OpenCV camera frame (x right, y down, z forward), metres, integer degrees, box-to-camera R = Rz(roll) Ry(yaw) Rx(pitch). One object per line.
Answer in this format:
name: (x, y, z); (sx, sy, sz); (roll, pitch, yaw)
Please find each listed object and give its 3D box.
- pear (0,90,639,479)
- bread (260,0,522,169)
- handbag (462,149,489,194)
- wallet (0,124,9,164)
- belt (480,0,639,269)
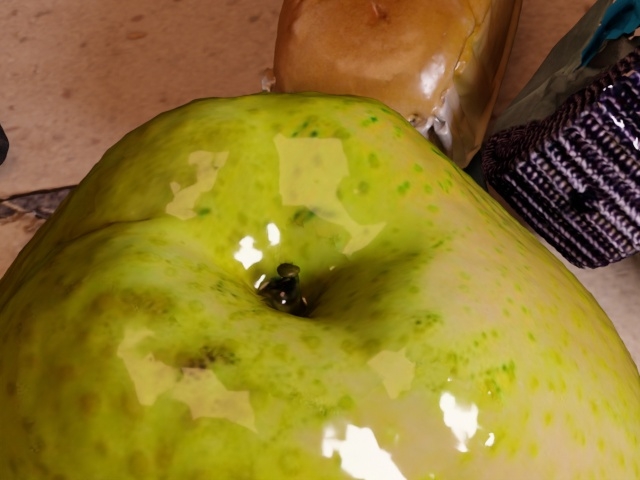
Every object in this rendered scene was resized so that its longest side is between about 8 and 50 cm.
pear: (-0.016, 0.114, 0.795); (0.391, 0.391, 0.391); (-7, 52, 9)
bread: (0.053, -0.157, 1.064); (0.136, 0.107, 0.241); (8, 59, 18)
handbag: (0.000, 0.000, 1.074); (0.229, 0.062, 0.179); (-13, 49, 5)
wallet: (-0.360, -0.133, 1.276); (0.170, 0.044, 0.321); (-28, 51, -5)
belt: (0.236, -0.123, 0.991); (0.122, 0.260, 0.325); (43, 82, -8)
